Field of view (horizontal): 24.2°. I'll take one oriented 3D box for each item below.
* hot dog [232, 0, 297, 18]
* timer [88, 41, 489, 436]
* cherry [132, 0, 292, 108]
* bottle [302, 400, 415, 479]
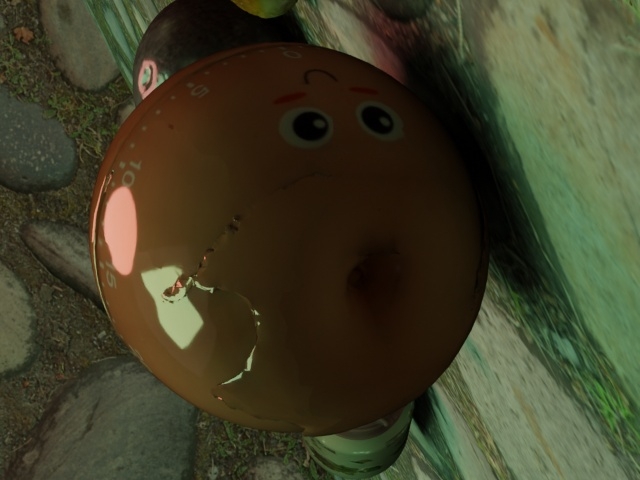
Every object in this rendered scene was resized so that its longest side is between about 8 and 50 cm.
[{"bbox_3d":[-0.099,-0.270,1.115,0.286,0.061,0.088,58,-177,35],"label":"hot dog"},{"bbox_3d":[-0.019,-0.002,0.884,0.215,0.229,0.229,35,153,53],"label":"timer"},{"bbox_3d":[-0.078,-0.120,1.208,0.176,0.140,0.176,-12,-90,-79],"label":"cherry"},{"bbox_3d":[0.036,0.162,1.494,0.120,0.120,0.253,60,171,17],"label":"bottle"}]
